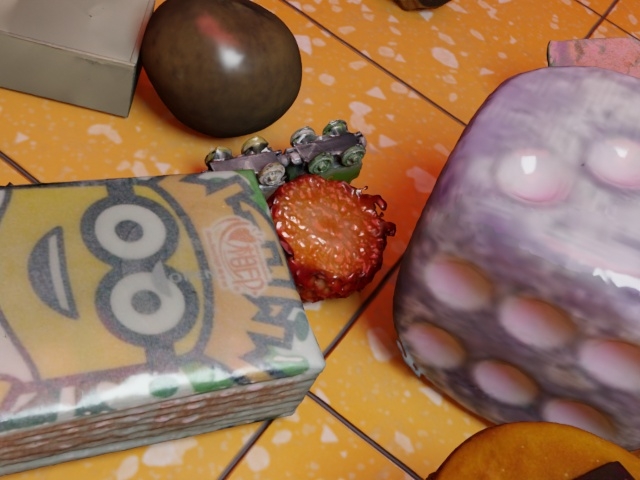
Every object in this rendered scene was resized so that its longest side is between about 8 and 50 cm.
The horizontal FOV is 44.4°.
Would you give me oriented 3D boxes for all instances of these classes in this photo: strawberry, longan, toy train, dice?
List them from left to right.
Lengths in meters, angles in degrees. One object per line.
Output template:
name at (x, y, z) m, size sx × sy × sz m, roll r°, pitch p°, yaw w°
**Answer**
longan at (-0.111, -0.201, 0.891) m, size 0.187 × 0.167 × 0.167 m, roll 35°, pitch 36°, yaw -42°
toy train at (-0.041, -0.081, 0.884) m, size 0.202 × 0.081 × 0.060 m, roll -16°, pitch 59°, yaw -23°
strawberry at (0.000, 0.000, 0.826) m, size 0.145 × 0.086 × 0.145 m, roll 10°, pitch 50°, yaw -12°
dice at (0.242, 0.017, 0.757) m, size 0.270 × 0.270 × 0.271 m, roll 26°, pitch 53°, yaw 17°

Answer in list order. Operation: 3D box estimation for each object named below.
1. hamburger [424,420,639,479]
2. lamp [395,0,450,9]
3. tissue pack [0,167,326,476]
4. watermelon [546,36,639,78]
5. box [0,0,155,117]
hamburger at (0.158, 0.294, 0.558) m, size 0.291 × 0.225 × 0.291 m, roll 12°, pitch 42°, yaw -11°
lamp at (0.146, -0.458, 1.214) m, size 0.161 × 0.161 × 0.185 m, roll -10°, pitch 58°, yaw -28°
tissue pack at (-0.178, 0.059, 0.679) m, size 0.311 × 0.128 × 0.228 m, roll -7°, pitch 58°, yaw -26°
watermelon at (0.468, -0.120, 1.053) m, size 0.319 × 0.222 × 0.292 m, roll -7°, pitch 78°, yaw 5°
box at (-0.315, -0.235, 0.892) m, size 0.225 × 0.086 × 0.129 m, roll 13°, pitch 50°, yaw -12°
